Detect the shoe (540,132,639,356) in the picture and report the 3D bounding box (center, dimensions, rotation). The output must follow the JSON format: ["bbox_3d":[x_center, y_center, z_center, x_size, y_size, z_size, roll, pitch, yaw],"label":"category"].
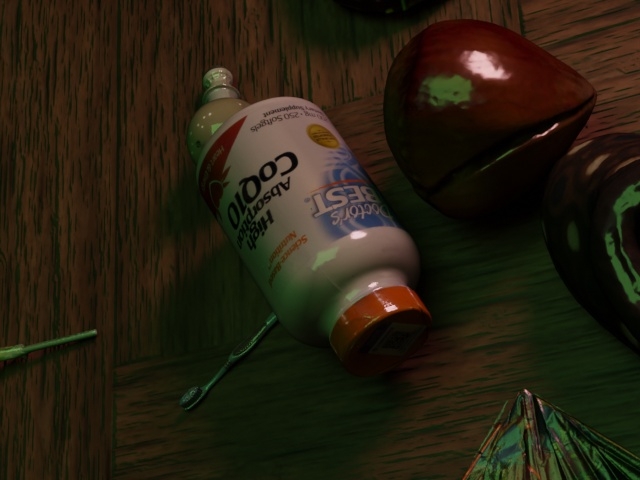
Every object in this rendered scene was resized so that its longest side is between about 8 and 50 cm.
[{"bbox_3d":[0.301,0.007,1.361,0.171,0.237,0.384,-40,48,3],"label":"shoe"}]

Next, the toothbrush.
[{"bbox_3d":[-0.077,0.108,1.656,0.193,0.019,0.013,-44,54,0],"label":"toothbrush"}]

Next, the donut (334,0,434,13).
[{"bbox_3d":[0.074,-0.361,1.752,0.230,0.096,0.216,33,85,34],"label":"donut"}]

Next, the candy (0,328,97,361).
[{"bbox_3d":[-0.340,0.124,1.772,0.194,0.062,0.058,-13,17,12],"label":"candy"}]

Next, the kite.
[{"bbox_3d":[0.197,0.226,1.460,0.241,0.014,0.183,-23,61,16],"label":"kite"}]

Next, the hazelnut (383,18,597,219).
[{"bbox_3d":[0.166,-0.126,1.542,0.208,0.208,0.208,-11,62,23],"label":"hazelnut"}]

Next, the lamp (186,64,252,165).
[{"bbox_3d":[-0.108,-0.139,1.758,0.091,0.091,0.163,-28,40,13],"label":"lamp"}]

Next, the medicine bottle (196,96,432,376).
[{"bbox_3d":[0.000,0.000,1.582,0.157,0.157,0.288,-38,55,6],"label":"medicine bottle"}]
